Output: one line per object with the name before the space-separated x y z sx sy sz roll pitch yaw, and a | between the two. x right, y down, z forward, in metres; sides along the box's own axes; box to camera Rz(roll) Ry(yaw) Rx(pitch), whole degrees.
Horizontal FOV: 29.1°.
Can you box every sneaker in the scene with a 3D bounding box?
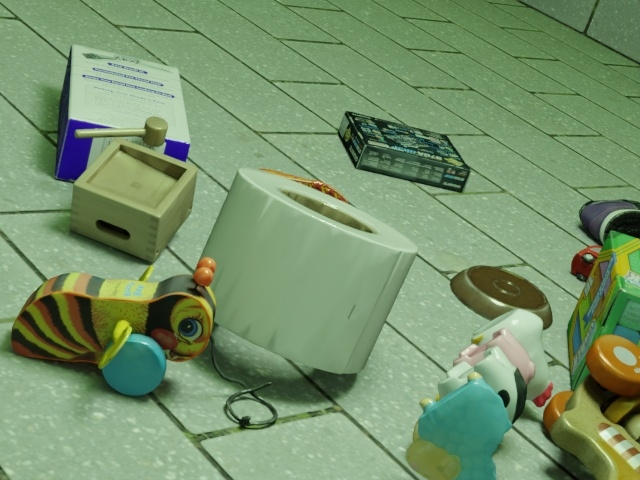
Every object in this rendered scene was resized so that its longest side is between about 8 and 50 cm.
sneaker | -0.034 -0.079 1.967 0.175 0.064 0.067 21 13 -3
sneaker | 0.621 -0.039 2.343 0.283 0.107 0.124 7 20 -27

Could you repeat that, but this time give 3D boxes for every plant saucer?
plant saucer | 0.283 0.082 1.898 0.168 0.029 0.168 17 23 -8

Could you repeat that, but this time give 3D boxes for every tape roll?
tape roll | -0.023 0.035 1.519 0.246 0.169 0.246 24 9 -4

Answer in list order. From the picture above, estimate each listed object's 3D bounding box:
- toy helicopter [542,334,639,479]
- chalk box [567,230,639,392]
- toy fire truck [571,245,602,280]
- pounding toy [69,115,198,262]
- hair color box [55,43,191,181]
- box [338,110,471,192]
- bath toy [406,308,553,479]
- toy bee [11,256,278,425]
toy helicopter | 0.373 0.286 1.442 0.235 0.140 0.355 30 35 3
chalk box | 0.462 0.137 1.724 0.180 0.179 0.289 19 23 1
toy fire truck | 0.535 0.060 2.083 0.192 0.047 0.135 33 40 31
pounding toy | -0.265 -0.084 1.710 0.181 0.094 0.206 21 39 8
hair color box | -0.313 -0.191 1.937 0.185 0.110 0.339 11 26 -15
box | 0.157 -0.170 2.327 0.220 0.051 0.175 12 24 -18
bath toy | 0.203 0.191 1.476 0.129 0.151 0.348 58 24 0
toy bee | -0.181 0.081 1.371 0.298 0.162 0.195 8 24 -25
